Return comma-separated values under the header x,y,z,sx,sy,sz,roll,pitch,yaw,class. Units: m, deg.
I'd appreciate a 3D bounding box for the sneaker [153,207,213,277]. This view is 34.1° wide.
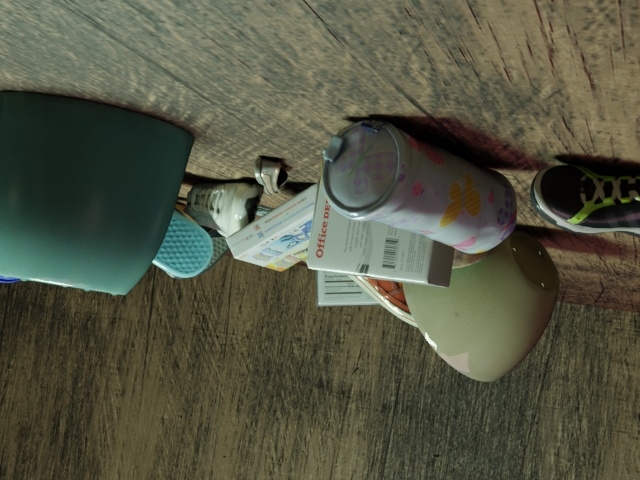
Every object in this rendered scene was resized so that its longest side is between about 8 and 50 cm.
x,y,z,sx,sy,sz,roll,pitch,yaw,class
-0.352,-0.050,1.880,0.319,0.127,0.208,38,176,-18,sneaker

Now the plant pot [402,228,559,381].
x,y,z,sx,sy,sz,roll,pitch,yaw,class
0.314,0.084,1.880,0.284,0.284,0.191,13,138,-41,plant pot

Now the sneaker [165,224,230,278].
x,y,z,sx,sy,sz,roll,pitch,yaw,class
-0.270,0.012,2.387,0.226,0.086,0.163,-32,-167,-17,sneaker

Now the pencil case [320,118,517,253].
x,y,z,sx,sy,sz,roll,pitch,yaw,class
0.120,-0.059,1.229,0.124,0.113,0.273,18,-178,42,pencil case

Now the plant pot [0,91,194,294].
x,y,z,sx,sy,sz,roll,pitch,yaw,class
-0.339,-0.052,1.432,0.293,0.235,0.293,10,175,1,plant pot

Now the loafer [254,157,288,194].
x,y,z,sx,sy,sz,roll,pitch,yaw,class
-0.067,-0.095,1.569,0.039,0.045,0.125,1,171,11,loafer

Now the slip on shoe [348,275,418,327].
x,y,z,sx,sy,sz,roll,pitch,yaw,class
0.150,0.063,1.962,0.331,0.101,0.123,38,-151,5,slip on shoe

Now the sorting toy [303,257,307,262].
x,y,z,sx,sy,sz,roll,pitch,yaw,class
0.000,0.000,2.282,0.132,0.046,0.274,-22,147,34,sorting toy

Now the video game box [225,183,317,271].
x,y,z,sx,sy,sz,roll,pitch,yaw,class
-0.040,-0.018,1.811,0.187,0.048,0.205,-28,163,15,video game box

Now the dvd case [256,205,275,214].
x,y,z,sx,sy,sz,roll,pitch,yaw,class
-0.150,-0.067,2.186,0.119,0.013,0.087,14,173,-36,dvd case

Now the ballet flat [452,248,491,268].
x,y,z,sx,sy,sz,roll,pitch,yaw,class
0.144,-0.012,1.733,0.316,0.107,0.106,-2,142,-11,ballet flat

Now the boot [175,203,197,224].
x,y,z,sx,sy,sz,roll,pitch,yaw,class
-0.407,-0.061,2.328,0.211,0.104,0.295,17,168,-21,boot

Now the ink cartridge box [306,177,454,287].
x,y,z,sx,sy,sz,roll,pitch,yaw,class
0.094,-0.016,1.553,0.203,0.148,0.086,7,177,30,ink cartridge box

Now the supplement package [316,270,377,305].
x,y,z,sx,sy,sz,roll,pitch,yaw,class
0.122,0.059,2.132,0.262,0.145,0.204,-1,175,-2,supplement package

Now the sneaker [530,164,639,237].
x,y,z,sx,sy,sz,roll,pitch,yaw,class
0.358,-0.056,1.182,0.235,0.084,0.097,9,151,-8,sneaker

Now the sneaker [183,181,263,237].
x,y,z,sx,sy,sz,roll,pitch,yaw,class
-0.180,-0.058,1.884,0.118,0.110,0.292,19,172,-14,sneaker

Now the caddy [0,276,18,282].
x,y,z,sx,sy,sz,roll,pitch,yaw,class
-0.631,-0.043,2.048,0.179,0.241,0.341,1,171,31,caddy
